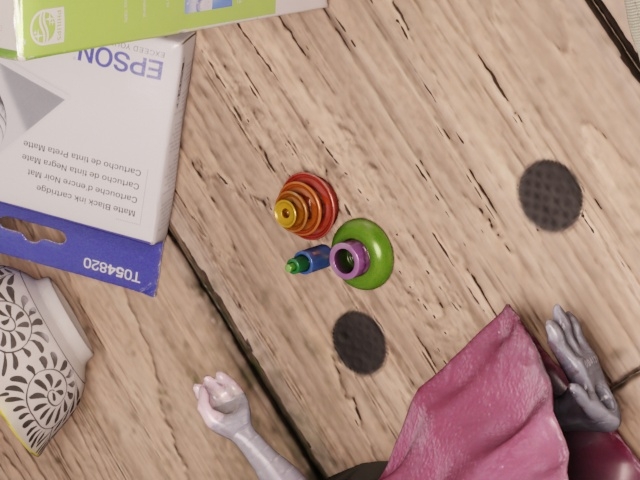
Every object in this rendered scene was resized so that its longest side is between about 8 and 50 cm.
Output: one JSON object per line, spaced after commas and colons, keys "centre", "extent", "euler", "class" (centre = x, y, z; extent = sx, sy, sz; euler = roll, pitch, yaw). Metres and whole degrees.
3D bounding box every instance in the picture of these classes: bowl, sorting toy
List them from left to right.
{"centre": [-0.232, 0.079, 1.334], "extent": [0.080, 0.170, 0.170], "euler": [-30, 80, -4], "class": "bowl"}
{"centre": [0.000, 0.000, 1.167], "extent": [0.102, 0.042, 0.061], "euler": [45, 126, 20], "class": "sorting toy"}

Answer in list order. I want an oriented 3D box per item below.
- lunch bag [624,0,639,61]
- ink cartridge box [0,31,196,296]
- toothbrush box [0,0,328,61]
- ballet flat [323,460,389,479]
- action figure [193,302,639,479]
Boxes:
{"centre": [0.258, -0.210, 0.809], "extent": [0.235, 0.169, 0.287], "euler": [-3, 95, 46], "class": "lunch bag"}
{"centre": [-0.216, -0.075, 1.265], "extent": [0.223, 0.045, 0.224], "euler": [14, 115, 9], "class": "ink cartridge box"}
{"centre": [-0.157, -0.203, 1.076], "extent": [0.206, 0.283, 0.122], "euler": [14, 112, 35], "class": "toothbrush box"}
{"centre": [-0.027, 0.241, 1.223], "extent": [0.280, 0.096, 0.095], "euler": [-32, 81, 40], "class": "ballet flat"}
{"centre": [0.042, 0.205, 1.079], "extent": [0.370, 0.248, 0.275], "euler": [-33, 107, 20], "class": "action figure"}
